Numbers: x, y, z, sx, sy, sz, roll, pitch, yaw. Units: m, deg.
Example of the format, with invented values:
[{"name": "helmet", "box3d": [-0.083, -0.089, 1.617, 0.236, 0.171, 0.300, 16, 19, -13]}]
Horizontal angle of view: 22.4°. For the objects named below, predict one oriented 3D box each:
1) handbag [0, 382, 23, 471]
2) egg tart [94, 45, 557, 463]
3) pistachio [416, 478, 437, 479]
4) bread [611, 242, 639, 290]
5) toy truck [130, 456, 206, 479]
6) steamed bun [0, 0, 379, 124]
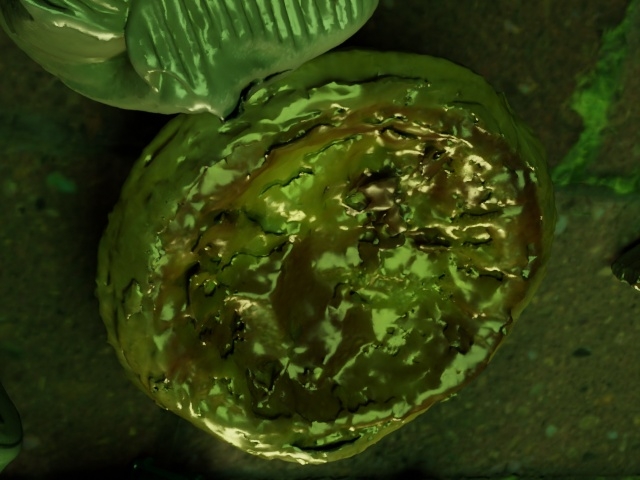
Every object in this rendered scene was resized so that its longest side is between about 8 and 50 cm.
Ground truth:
[{"name": "handbag", "box3d": [-0.327, 0.188, 0.928, 0.241, 0.109, 0.315, 23, 108, -43]}, {"name": "egg tart", "box3d": [0.000, 0.000, 0.979, 0.290, 0.115, 0.290, -11, 122, -18]}, {"name": "pistachio", "box3d": [0.069, 0.262, 1.163, 0.124, 0.124, 0.185, -8, 104, -21]}, {"name": "bread", "box3d": [0.265, 0.015, 1.154, 0.109, 0.043, 0.062, -34, 124, -6]}, {"name": "toy truck", "box3d": [-0.126, 0.204, 1.024, 0.216, 0.110, 0.116, -3, 98, -43]}, {"name": "steamed bun", "box3d": [-0.091, -0.164, 0.828, 0.218, 0.144, 0.211, -41, 115, -33]}]
